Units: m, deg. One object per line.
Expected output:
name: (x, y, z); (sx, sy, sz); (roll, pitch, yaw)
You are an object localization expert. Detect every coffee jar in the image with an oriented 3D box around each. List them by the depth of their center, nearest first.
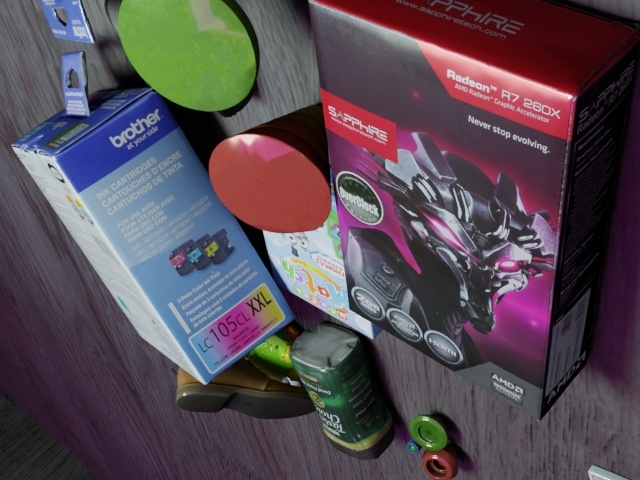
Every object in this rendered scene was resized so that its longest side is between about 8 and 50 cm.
coffee jar: (0.032, 0.201, 1.177); (0.096, 0.079, 0.184); (15, 138, 45)

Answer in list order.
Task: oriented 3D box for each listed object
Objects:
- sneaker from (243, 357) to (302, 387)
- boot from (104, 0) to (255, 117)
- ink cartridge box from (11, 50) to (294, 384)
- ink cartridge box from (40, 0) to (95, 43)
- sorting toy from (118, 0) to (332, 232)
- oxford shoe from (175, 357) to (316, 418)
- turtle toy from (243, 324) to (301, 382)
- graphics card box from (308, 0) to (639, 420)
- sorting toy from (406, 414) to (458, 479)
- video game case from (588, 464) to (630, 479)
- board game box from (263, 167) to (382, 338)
sneaker: (-0.095, 0.194, 1.344); (0.072, 0.077, 0.178); (6, 131, 53)
boot: (-0.173, -0.233, 0.915); (0.161, 0.083, 0.246); (24, 149, 38)
ink cartridge box: (-0.231, -0.040, 1.129); (0.270, 0.151, 0.395); (16, 141, 60)
ink cartridge box: (-0.248, -0.338, 0.813); (0.186, 0.065, 0.311); (24, 130, 60)
sorting toy: (-0.080, -0.179, 0.796); (0.127, 0.126, 0.365); (-8, 127, 34)
oxford shoe: (-0.090, 0.191, 1.206); (0.212, 0.076, 0.076); (15, 139, -28)
turtle toy: (-0.062, 0.157, 1.261); (0.095, 0.066, 0.130); (6, 143, 12)
graphics card box: (0.120, -0.034, 0.757); (0.233, 0.094, 0.371); (29, 147, 31)
sorting toy: (0.144, 0.253, 1.137); (0.061, 0.042, 0.102); (1, 116, 34)
video game case: (0.332, 0.295, 0.953); (0.087, 0.011, 0.122); (16, 138, 44)
board game box: (0.000, 0.000, 1.017); (0.160, 0.039, 0.211); (27, 146, 32)
